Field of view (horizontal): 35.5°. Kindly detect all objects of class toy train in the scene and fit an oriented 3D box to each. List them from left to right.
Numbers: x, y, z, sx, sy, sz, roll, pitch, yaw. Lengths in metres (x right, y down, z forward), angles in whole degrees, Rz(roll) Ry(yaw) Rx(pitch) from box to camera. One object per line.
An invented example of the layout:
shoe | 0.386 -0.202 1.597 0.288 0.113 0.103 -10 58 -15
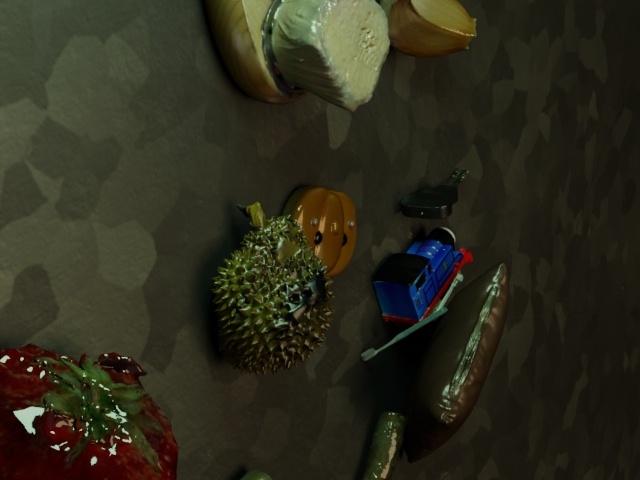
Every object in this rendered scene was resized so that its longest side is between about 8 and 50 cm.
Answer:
toy train | 0.181 0.059 1.746 0.204 0.083 0.131 -50 132 -38

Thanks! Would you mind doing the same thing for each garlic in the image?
garlic | 0.147 -0.357 1.590 0.115 0.128 0.207 -45 148 23

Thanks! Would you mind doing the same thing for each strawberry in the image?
strawberry | -0.270 0.249 1.046 0.220 0.274 0.274 -48 150 18

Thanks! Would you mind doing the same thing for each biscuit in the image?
biscuit | 0.003 0.000 1.508 0.170 0.050 0.170 -15 109 -52

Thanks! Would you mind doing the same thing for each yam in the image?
yam | 0.093 0.418 1.718 0.061 0.061 0.253 35 68 -52

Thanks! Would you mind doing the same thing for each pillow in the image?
pillow | 0.233 0.220 1.760 0.305 0.108 0.308 104 11 -65

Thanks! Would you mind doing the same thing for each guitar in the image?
guitar | 0.219 -0.088 1.785 0.233 0.088 0.025 -41 130 -55

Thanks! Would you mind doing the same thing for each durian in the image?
durian | -0.052 0.068 1.354 0.193 0.138 0.237 -26 117 -37

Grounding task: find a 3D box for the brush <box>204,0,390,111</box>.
brush | -0.039 -0.290 1.291 0.266 0.166 0.174 51 56 -44

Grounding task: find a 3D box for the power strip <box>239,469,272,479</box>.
power strip | -0.074 0.518 1.497 0.092 0.066 0.387 -38 127 -42

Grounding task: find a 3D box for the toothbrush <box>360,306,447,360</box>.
toothbrush | 0.139 0.155 1.673 0.167 0.011 0.014 -32 127 8
